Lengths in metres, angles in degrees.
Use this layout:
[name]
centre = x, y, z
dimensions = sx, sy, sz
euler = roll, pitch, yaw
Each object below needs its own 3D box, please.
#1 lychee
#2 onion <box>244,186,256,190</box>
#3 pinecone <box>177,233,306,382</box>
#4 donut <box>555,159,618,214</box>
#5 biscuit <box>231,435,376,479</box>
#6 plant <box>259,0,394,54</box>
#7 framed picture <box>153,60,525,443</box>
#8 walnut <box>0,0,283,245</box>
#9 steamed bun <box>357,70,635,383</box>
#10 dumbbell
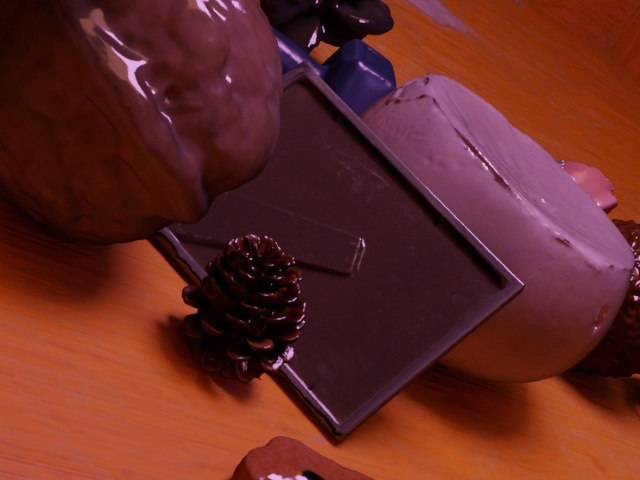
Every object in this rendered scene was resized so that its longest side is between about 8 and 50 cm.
[lychee]
centre = 0.337, 0.067, 1.522
dimensions = 0.238, 0.200, 0.200
euler = -16, 56, -39
[onion]
centre = -0.059, -0.031, 1.206
dimensions = 0.107, 0.097, 0.107
euler = 9, 71, -29
[pinecone]
centre = -0.058, 0.047, 1.022
dimensions = 0.102, 0.109, 0.102
euler = 13, 17, -4
[donut]
centre = 0.223, -0.045, 1.556
dimensions = 0.233, 0.199, 0.085
euler = -147, -141, -78
[biscuit]
centre = 0.087, 0.249, 0.944
dimensions = 0.334, 0.047, 0.202
euler = 28, 24, -29
[plant]
centre = -0.036, -0.369, 1.742
dimensions = 0.188, 0.199, 0.276
euler = 8, -57, 60
[framed picture]
centre = 0.000, 0.000, 1.129
dimensions = 0.289, 0.213, 0.016
euler = 46, -19, 17
[walnut]
centre = -0.153, -0.120, 1.004
dimensions = 0.248, 0.248, 0.248
euler = 34, 22, -15
[steamed bun]
centre = 0.142, 0.001, 1.308
dimensions = 0.324, 0.206, 0.324
euler = 38, 19, -16
[dumbbell]
centre = -0.074, -0.216, 1.478
dimensions = 0.325, 0.160, 0.144
euler = 34, 53, -15
